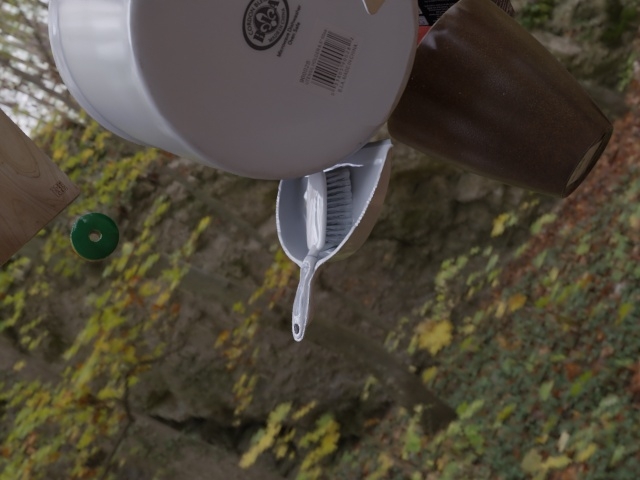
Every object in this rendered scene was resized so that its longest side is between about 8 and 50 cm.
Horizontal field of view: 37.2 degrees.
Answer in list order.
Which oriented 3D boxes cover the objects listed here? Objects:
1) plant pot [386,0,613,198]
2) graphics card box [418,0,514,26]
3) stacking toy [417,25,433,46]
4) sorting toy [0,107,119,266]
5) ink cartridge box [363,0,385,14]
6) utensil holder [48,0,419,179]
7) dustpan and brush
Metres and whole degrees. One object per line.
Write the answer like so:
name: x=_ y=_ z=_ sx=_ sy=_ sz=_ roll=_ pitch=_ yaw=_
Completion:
plant pot: x=0.239 y=-0.158 z=1.197 sx=0.215 sy=0.230 sz=0.215 roll=-44 pitch=-22 yaw=-23
graphics card box: x=0.140 y=-0.443 z=1.513 sx=0.371 sy=0.233 sz=0.094 roll=45 pitch=-123 yaw=-48
stacking toy: x=0.074 y=-0.272 z=1.528 sx=0.309 sy=0.280 sz=0.130 roll=28 pitch=-124 yaw=-37
sorting toy: x=-0.330 y=-0.053 z=0.907 sx=0.132 sy=0.274 sz=0.046 roll=-46 pitch=6 yaw=-17
ink cartridge box: x=0.038 y=-0.268 z=0.710 sx=0.198 sy=0.067 sz=0.115 roll=-58 pitch=-45 yaw=-31
utensil holder: x=-0.115 y=-0.245 z=1.072 sx=0.327 sy=0.328 sz=0.385 roll=-67 pitch=26 yaw=2
dustpan and brush: x=0.000 y=0.000 z=0.984 sx=0.060 sy=0.147 sz=0.211 roll=10 pitch=-100 yaw=-46
